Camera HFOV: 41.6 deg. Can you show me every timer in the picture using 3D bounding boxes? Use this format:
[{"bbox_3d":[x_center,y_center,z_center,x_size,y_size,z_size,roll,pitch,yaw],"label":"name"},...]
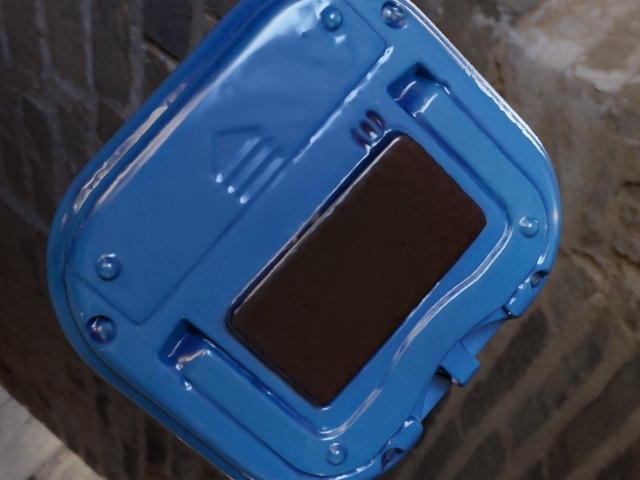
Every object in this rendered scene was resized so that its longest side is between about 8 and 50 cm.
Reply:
[{"bbox_3d":[0.000,0.000,0.602,0.340,0.309,0.115,-49,-164,-5],"label":"timer"}]
